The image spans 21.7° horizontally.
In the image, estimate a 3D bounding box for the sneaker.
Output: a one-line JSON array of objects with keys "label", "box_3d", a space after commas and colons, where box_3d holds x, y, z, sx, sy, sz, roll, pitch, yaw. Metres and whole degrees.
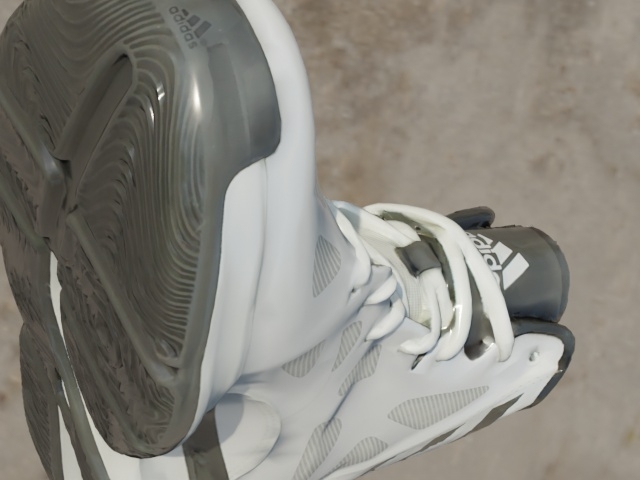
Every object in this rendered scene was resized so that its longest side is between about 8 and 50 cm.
[{"label": "sneaker", "box_3d": [-0.001, -0.001, 0.747, 0.257, 0.169, 0.447, -23, 157, -19]}]
